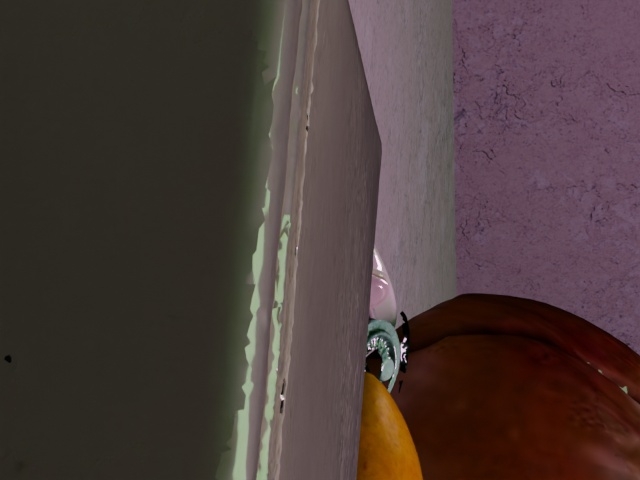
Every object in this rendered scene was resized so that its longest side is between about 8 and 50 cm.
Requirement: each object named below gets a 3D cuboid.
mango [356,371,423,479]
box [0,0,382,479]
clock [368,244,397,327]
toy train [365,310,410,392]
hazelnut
[{"bbox_3d":[-0.019,0.200,0.732,0.257,0.138,0.187,-61,-160,5],"label":"mango"},{"bbox_3d":[-0.074,0.039,0.516,0.344,0.177,0.352,58,35,-74],"label":"box"},{"bbox_3d":[0.000,0.000,0.994,0.151,0.062,0.191,61,-5,19],"label":"clock"},{"bbox_3d":[-0.024,0.165,0.879,0.189,0.126,0.307,-24,117,-60],"label":"toy train"},{"bbox_3d":[0.163,0.205,1.092,0.372,0.372,0.315,-65,160,-64],"label":"hazelnut"}]
